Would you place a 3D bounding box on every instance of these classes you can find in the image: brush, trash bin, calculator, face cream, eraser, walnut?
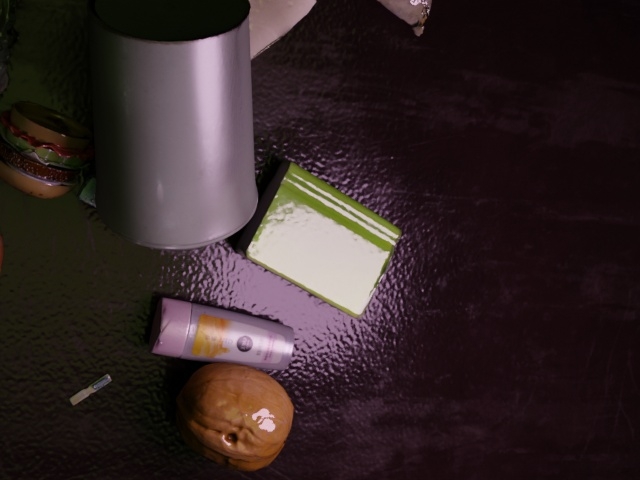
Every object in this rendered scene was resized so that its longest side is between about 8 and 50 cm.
[{"bbox_3d":[-0.427,0.277,1.687,0.083,0.013,0.016,-32,108,-12],"label":"brush"},{"bbox_3d":[-0.239,-0.190,1.490,0.280,0.280,0.432,-11,133,-19],"label":"trash bin"},{"bbox_3d":[-0.357,-0.062,1.668,0.172,0.018,0.057,30,88,-22],"label":"calculator"},{"bbox_3d":[-0.187,0.185,1.732,0.269,0.073,0.107,13,84,-20],"label":"face cream"},{"bbox_3d":[0.000,0.000,1.769,0.274,0.092,0.210,28,86,-20],"label":"eraser"},{"bbox_3d":[-0.163,0.327,1.697,0.222,0.195,0.195,22,89,-11],"label":"walnut"}]

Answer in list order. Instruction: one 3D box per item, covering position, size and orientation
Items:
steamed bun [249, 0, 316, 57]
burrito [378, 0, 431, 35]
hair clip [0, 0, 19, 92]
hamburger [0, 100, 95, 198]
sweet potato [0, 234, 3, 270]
[{"bbox_3d":[-0.139,-0.405,1.625,0.242,0.164,0.146,-41,110,-12],"label":"steamed bun"},{"bbox_3d":[0.101,-0.558,1.732,0.348,0.107,0.175,31,99,-19],"label":"burrito"},{"bbox_3d":[-0.553,-0.320,1.515,0.091,0.138,0.321,8,95,-59],"label":"hair clip"},{"bbox_3d":[-0.475,-0.145,1.540,0.175,0.175,0.137,22,102,-21],"label":"hamburger"},{"bbox_3d":[-0.606,0.088,1.575,0.078,0.058,0.255,28,82,-1],"label":"sweet potato"}]
